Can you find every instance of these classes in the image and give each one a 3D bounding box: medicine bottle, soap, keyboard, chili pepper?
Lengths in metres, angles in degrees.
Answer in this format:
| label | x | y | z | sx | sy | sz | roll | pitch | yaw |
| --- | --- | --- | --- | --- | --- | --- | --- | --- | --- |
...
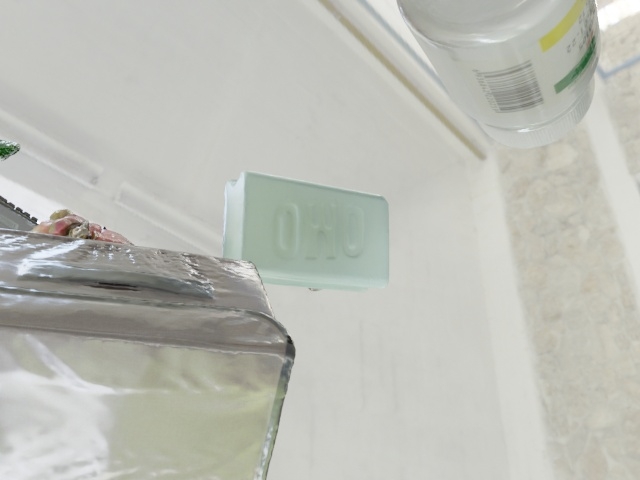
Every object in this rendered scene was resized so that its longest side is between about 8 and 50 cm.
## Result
| label | x | y | z | sx | sy | sz | roll | pitch | yaw |
| --- | --- | --- | --- | --- | --- | --- | --- | --- | --- |
| medicine bottle | 0.247 | -0.262 | 0.818 | 0.339 | 0.208 | 0.208 | 28 | -133 | -59 |
| soap | -0.015 | -0.006 | 0.751 | 0.197 | 0.066 | 0.119 | 8 | -102 | -31 |
| keyboard | -0.638 | -0.044 | 1.304 | 0.317 | 0.106 | 0.027 | 35 | -133 | -13 |
| chili pepper | -0.702 | -0.198 | 1.364 | 0.088 | 0.226 | 0.059 | -29 | -64 | -46 |

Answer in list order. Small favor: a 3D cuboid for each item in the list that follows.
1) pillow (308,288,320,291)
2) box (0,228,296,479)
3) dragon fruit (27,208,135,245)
| label | x | y | z | sx | sy | sz | roll | pitch | yaw |
| --- | --- | --- | --- | --- | --- | --- | --- | --- | --- |
| pillow | 0.000 | 0.000 | 1.085 | 0.179 | 0.075 | 0.171 | -21 | -122 | -43 |
| box | -0.169 | 0.108 | 0.525 | 0.252 | 0.188 | 0.153 | 5 | -154 | -16 |
| dragon fruit | -0.383 | 0.095 | 1.011 | 0.250 | 0.269 | 0.291 | -20 | -78 | -37 |
